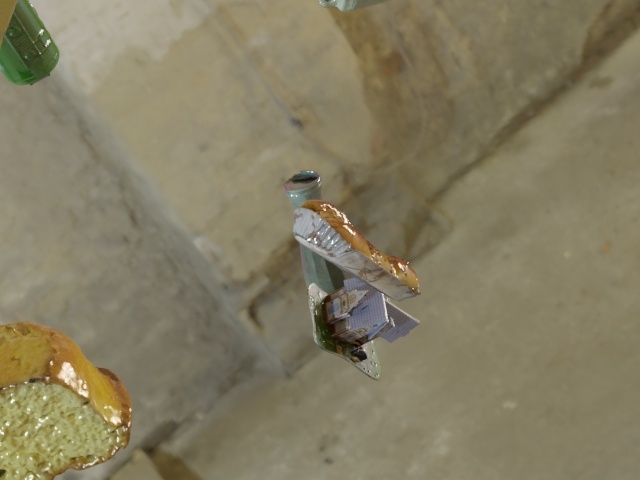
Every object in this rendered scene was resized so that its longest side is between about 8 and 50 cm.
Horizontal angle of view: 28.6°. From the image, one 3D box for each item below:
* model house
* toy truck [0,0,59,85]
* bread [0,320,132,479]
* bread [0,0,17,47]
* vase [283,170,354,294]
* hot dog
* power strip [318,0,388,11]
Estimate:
[{"bbox_3d":[0.068,0.114,1.787,0.088,0.167,0.117,-28,48,26],"label":"model house"},{"bbox_3d":[-0.426,-0.310,1.601,0.101,0.242,0.125,-36,42,-9],"label":"toy truck"},{"bbox_3d":[-0.411,0.214,1.656,0.340,0.194,0.179,-22,39,19],"label":"bread"},{"bbox_3d":[-0.360,-0.368,1.140,0.210,0.300,0.341,-31,-35,-83],"label":"bread"},{"bbox_3d":[0.000,0.000,1.879,0.086,0.214,0.086,-13,31,8],"label":"vase"},{"bbox_3d":[0.042,0.013,1.458,0.108,0.191,0.059,33,88,46],"label":"hot dog"},{"bbox_3d":[0.111,-0.275,1.152,0.272,0.052,0.078,-20,68,-25],"label":"power strip"}]
